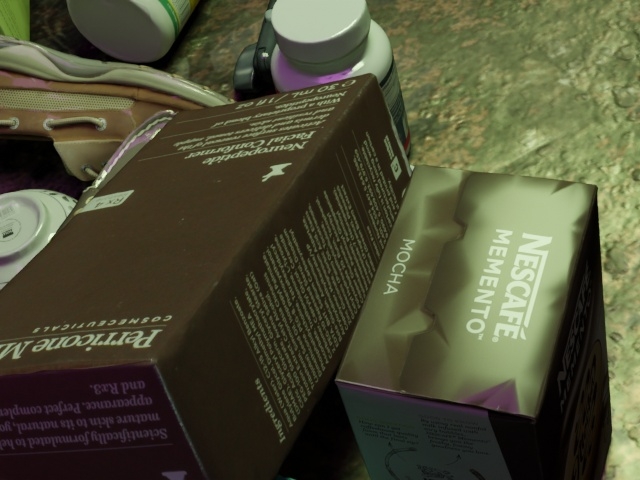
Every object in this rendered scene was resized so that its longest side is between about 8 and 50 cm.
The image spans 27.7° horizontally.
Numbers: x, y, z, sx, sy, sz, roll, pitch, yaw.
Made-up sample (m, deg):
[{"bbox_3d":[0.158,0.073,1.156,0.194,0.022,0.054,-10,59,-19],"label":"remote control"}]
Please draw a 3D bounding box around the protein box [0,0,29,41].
[{"bbox_3d":[-0.403,-0.287,1.356,0.136,0.199,0.201,-14,50,4],"label":"protein box"}]

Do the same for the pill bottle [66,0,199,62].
[{"bbox_3d":[-0.167,-0.295,1.357,0.118,0.117,0.208,12,57,23],"label":"pill bottle"}]

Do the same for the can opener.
[{"bbox_3d":[-0.038,-0.225,1.305,0.073,0.059,0.186,4,54,18],"label":"can opener"}]

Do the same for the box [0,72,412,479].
[{"bbox_3d":[-0.083,0.034,0.899,0.191,0.143,0.381,-8,29,27],"label":"box"}]

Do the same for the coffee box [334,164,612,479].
[{"bbox_3d":[0.114,0.111,0.847,0.119,0.297,0.168,9,56,21],"label":"coffee box"}]

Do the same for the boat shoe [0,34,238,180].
[{"bbox_3d":[-0.204,-0.112,1.239,0.325,0.123,0.116,14,90,14],"label":"boat shoe"}]

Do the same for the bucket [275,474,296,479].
[{"bbox_3d":[-0.052,0.292,0.821,0.281,0.183,0.281,-7,50,9],"label":"bucket"}]

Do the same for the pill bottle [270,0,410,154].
[{"bbox_3d":[0.015,-0.138,1.145,0.108,0.180,0.108,-7,51,9],"label":"pill bottle"}]

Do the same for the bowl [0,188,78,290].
[{"bbox_3d":[-0.268,0.009,1.168,0.170,0.080,0.170,-7,51,8],"label":"bowl"}]

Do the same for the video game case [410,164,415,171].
[{"bbox_3d":[0.000,0.000,1.085,0.190,0.022,0.173,24,95,29],"label":"video game case"}]

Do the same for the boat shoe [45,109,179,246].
[{"bbox_3d":[-0.176,0.024,1.078,0.117,0.096,0.324,21,71,11],"label":"boat shoe"}]
